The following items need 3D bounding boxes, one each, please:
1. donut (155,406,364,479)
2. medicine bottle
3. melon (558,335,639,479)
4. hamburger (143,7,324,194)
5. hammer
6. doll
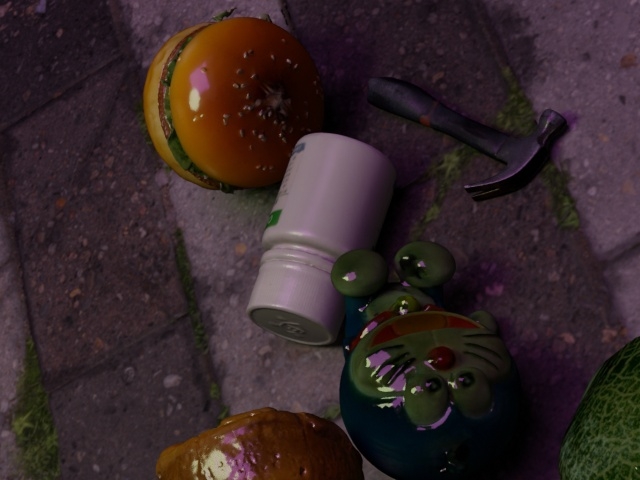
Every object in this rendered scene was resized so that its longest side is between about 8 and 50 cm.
[{"bbox_3d":[-0.060,0.266,1.865,0.226,0.226,0.114,-26,52,19],"label":"donut"},{"bbox_3d":[0.000,0.000,2.144,0.139,0.139,0.237,3,66,35],"label":"medicine bottle"},{"bbox_3d":[0.388,0.230,1.712,0.343,0.226,0.331,21,92,27],"label":"melon"},{"bbox_3d":[-0.095,-0.178,2.241,0.170,0.246,0.246,-2,59,57],"label":"hamburger"},{"bbox_3d":[0.161,-0.141,2.190,0.290,0.037,0.137,28,78,41],"label":"hammer"},{"bbox_3d":[0.115,0.147,1.947,0.198,0.186,0.322,-5,35,-4],"label":"doll"}]
